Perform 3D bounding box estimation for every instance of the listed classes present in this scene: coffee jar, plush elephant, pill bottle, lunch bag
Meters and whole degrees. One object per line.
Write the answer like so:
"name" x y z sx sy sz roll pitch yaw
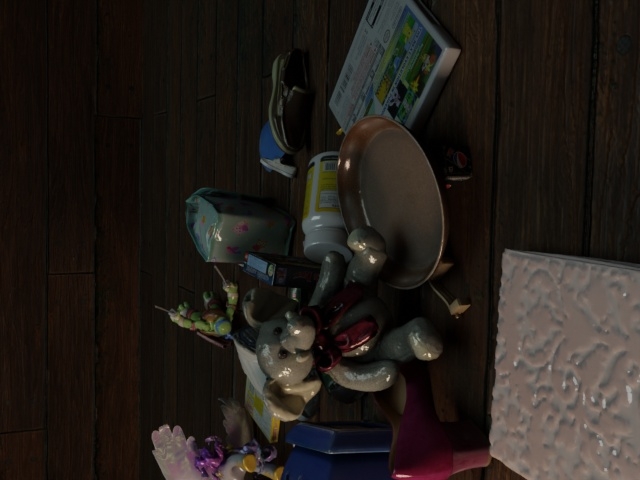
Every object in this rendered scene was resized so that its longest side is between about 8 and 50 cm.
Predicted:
"coffee jar" 0.026 0.255 1.615 0.079 0.096 0.184 -45 40 6
"plush elephant" -0.001 0.165 1.344 0.272 0.255 0.330 65 146 21
"pill bottle" 0.024 -0.064 1.536 0.119 0.119 0.209 137 144 -56
"lunch bag" -0.217 -0.043 1.961 0.262 0.223 0.160 41 121 59

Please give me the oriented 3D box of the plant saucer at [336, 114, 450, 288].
"plant saucer" 0.131 -0.069 1.336 0.310 0.050 0.311 36 133 50

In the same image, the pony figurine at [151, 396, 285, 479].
"pony figurine" -0.241 0.611 1.998 0.363 0.302 0.351 -17 89 51

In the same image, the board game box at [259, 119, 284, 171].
"board game box" -0.104 -0.259 1.945 0.169 0.033 0.133 -46 49 45

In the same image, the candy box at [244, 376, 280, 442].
"candy box" -0.160 0.452 2.068 0.206 0.027 0.105 -145 55 -59

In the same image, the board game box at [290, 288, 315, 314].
"board game box" -0.036 0.176 1.721 0.030 0.136 0.260 6 98 21

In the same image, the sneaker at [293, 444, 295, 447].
"sneaker" -0.030 0.501 1.791 0.067 0.042 0.118 -44 59 60

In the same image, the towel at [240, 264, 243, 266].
"towel" -0.183 0.070 2.029 0.023 0.113 0.152 -61 27 -3

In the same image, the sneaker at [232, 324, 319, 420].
"sneaker" -0.087 0.295 1.628 0.297 0.111 0.129 41 142 50

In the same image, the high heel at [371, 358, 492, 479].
"high heel" 0.121 0.289 1.329 0.377 0.181 0.127 29 116 60

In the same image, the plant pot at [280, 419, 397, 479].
"plant pot" 0.059 0.449 1.413 0.236 0.236 0.212 164 110 -63

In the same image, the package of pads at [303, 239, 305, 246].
"package of pads" 0.000 0.000 1.716 0.083 0.050 0.032 -37 63 58

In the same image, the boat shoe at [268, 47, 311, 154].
"boat shoe" -0.068 -0.337 1.807 0.095 0.095 0.258 -24 69 55

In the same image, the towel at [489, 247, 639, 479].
"towel" 0.349 0.186 1.016 0.317 0.053 0.332 -166 78 -64

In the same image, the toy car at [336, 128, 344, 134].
"toy car" 0.044 -0.189 1.664 0.122 0.060 0.040 -58 -7 22

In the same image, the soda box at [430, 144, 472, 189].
"soda box" 0.192 -0.111 1.325 0.169 0.053 0.060 -30 64 60

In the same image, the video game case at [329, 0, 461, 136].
"video game case" 0.129 -0.310 1.474 0.329 0.036 0.300 -66 35 38

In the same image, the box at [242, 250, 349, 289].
"box" -0.022 0.066 1.555 0.159 0.233 0.044 18 99 62

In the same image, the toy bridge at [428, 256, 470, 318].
"toy bridge" 0.208 0.051 1.326 0.063 0.026 0.188 122 139 -51

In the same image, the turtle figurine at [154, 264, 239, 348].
"turtle figurine" -0.352 0.181 2.274 0.198 0.274 0.266 -58 19 -12

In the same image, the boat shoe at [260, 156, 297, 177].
"boat shoe" -0.103 -0.191 1.895 0.100 0.035 0.035 27 108 16
